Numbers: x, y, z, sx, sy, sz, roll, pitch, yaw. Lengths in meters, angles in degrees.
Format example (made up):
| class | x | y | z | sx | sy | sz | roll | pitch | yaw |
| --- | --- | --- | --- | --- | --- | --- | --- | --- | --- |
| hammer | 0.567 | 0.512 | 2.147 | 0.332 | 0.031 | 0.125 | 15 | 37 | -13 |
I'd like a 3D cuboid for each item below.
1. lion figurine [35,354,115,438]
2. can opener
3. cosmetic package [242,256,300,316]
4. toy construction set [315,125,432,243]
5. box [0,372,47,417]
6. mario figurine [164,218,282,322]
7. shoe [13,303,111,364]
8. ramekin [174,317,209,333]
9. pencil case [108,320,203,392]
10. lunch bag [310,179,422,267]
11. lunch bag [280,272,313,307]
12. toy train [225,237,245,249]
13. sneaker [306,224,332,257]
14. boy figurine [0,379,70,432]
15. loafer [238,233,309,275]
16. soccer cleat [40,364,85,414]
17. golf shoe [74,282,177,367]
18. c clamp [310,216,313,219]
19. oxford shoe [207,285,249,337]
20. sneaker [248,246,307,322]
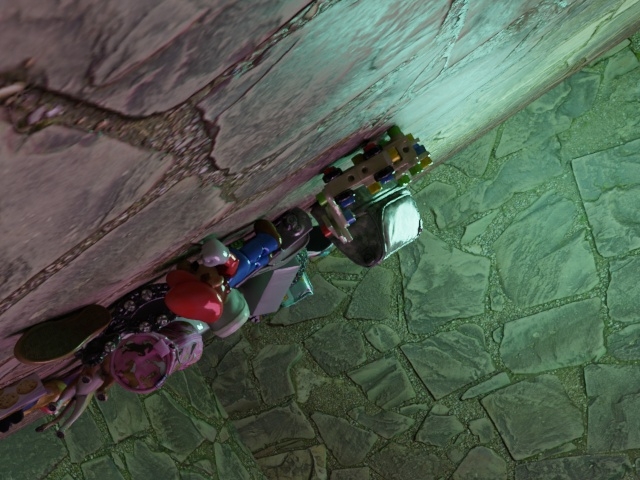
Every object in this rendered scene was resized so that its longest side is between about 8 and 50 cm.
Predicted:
| class | x | y | z | sx | sy | sz | roll | pitch | yaw |
| --- | --- | --- | --- | --- | --- | --- | --- | --- | --- |
| lion figurine | -0.695 | 0.423 | 1.807 | 0.392 | 0.142 | 0.240 | -33 | -161 | 17 |
| can opener | -0.142 | 0.017 | 1.565 | 0.283 | 0.076 | 0.095 | -39 | -173 | -13 |
| cosmetic package | -0.164 | 0.115 | 1.837 | 0.107 | 0.127 | 0.238 | -10 | 145 | -33 |
| toy construction set | 0.108 | -0.140 | 1.376 | 0.328 | 0.151 | 0.215 | -44 | 176 | 6 |
| box | -0.831 | 0.428 | 1.435 | 0.063 | 0.067 | 0.324 | -36 | 174 | 35 |
| mario figurine | -0.237 | 0.050 | 1.339 | 0.170 | 0.198 | 0.320 | 13 | -147 | 29 |
| shoe | -0.474 | 0.181 | 1.086 | 0.058 | 0.076 | 0.219 | -40 | 176 | 23 |
| ramekin | -0.504 | 0.301 | 2.013 | 0.277 | 0.135 | 0.277 | -32 | 177 | -2 |
| pencil case | -0.441 | 0.311 | 1.639 | 0.386 | 0.167 | 0.160 | 86 | 22 | -86 |
| lunch bag | 0.162 | -0.068 | 1.804 | 0.212 | 0.256 | 0.305 | -35 | 176 | 37 |
| lunch bag | -0.138 | 0.139 | 2.278 | 0.160 | 0.223 | 0.262 | -27 | 177 | -6 |
| toy train | -0.221 | 0.018 | 1.499 | 0.083 | 0.023 | 0.017 | -29 | 175 | -43 |
| sneaker | 0.000 | 0.000 | 2.361 | 0.178 | 0.123 | 0.295 | -22 | 178 | -45 |
| boy figurine | -0.879 | 0.499 | 1.813 | 0.177 | 0.092 | 0.285 | -36 | 173 | 5 |
| loafer | -0.153 | 0.036 | 1.652 | 0.319 | 0.112 | 0.111 | -30 | -176 | -31 |
| soccer cleat | -0.856 | 0.483 | 2.017 | 0.248 | 0.095 | 0.083 | -48 | 154 | -41 |
| golf shoe | -0.436 | 0.171 | 1.334 | 0.273 | 0.105 | 0.120 | -30 | -164 | -15 |
| c clamp | -0.083 | -0.039 | 1.996 | 0.161 | 0.022 | 0.137 | -34 | -177 | 23 |
| oxford shoe | -0.321 | 0.166 | 1.776 | 0.169 | 0.130 | 0.449 | -42 | -164 | -9 |
| sneaker | -0.178 | 0.117 | 2.079 | 0.343 | 0.146 | 0.134 | -47 | 140 | -20 |
